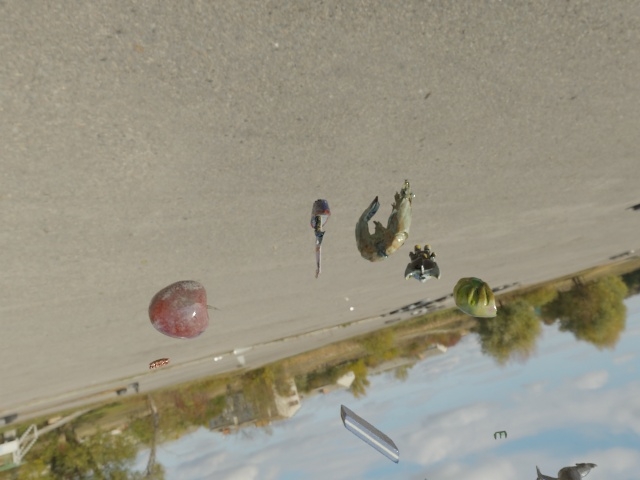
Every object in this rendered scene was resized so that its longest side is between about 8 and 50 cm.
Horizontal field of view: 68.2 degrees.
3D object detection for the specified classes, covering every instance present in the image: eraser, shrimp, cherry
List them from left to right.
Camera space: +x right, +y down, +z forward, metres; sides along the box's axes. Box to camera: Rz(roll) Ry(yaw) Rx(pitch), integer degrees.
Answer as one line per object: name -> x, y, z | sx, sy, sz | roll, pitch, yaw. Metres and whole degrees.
cherry -> -0.548, 0.278, 1.907 | 0.286, 0.235, 0.213 | 3, 157, -11
eraser -> 0.145, 0.576, 1.409 | 0.036, 0.225, 0.082 | -53, -173, -2
shrimp -> 0.255, -0.085, 1.852 | 0.247, 0.360, 0.085 | 21, 174, 42

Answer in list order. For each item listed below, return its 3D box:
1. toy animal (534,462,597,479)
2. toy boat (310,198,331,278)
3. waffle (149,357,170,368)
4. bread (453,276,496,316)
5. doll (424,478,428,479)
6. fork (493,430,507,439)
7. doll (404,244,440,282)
toy animal -> 0.864, 0.875, 1.665 | 0.206, 0.081, 0.367 | 11, -158, 26
toy boat -> -0.004, -0.014, 1.939 | 0.072, 0.317, 0.219 | 2, -171, -9
waffle -> -0.599, 0.458, 1.760 | 0.075, 0.029, 0.083 | -14, 176, -31
bread -> 0.770, 0.291, 2.383 | 0.156, 0.157, 0.261 | -34, -144, -33
doll -> 0.478, 1.064, 1.933 | 0.079, 0.180, 0.094 | -27, 159, -13
fork -> 0.561, 0.598, 1.462 | 0.039, 0.021, 0.235 | -13, 157, 19
doll -> 0.464, 0.109, 2.172 | 0.146, 0.316, 0.103 | 19, 120, 1
